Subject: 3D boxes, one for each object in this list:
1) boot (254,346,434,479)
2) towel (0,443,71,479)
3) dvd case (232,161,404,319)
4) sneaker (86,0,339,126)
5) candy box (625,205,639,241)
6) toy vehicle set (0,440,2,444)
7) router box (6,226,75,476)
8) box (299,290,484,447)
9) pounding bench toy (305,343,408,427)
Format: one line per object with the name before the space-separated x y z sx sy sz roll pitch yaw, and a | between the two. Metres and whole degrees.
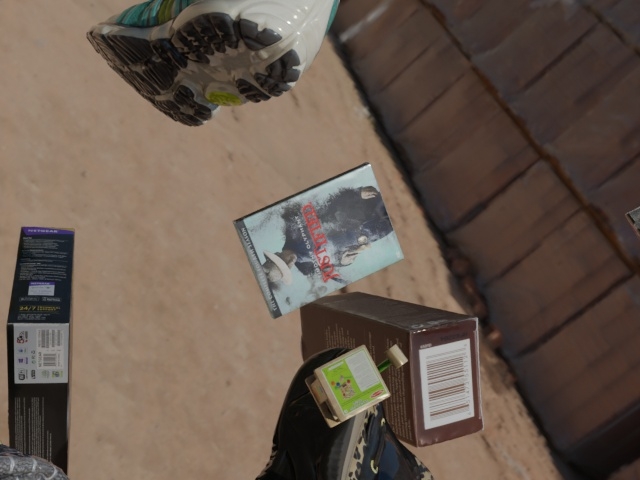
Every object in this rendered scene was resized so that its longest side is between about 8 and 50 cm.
boot | 0.023 0.357 1.122 0.284 0.138 0.378 56 41 -40
towel | -0.353 0.207 0.686 0.283 0.235 0.121 5 86 -41
dvd case | 0.000 0.000 0.733 0.013 0.119 0.087 -147 -144 -71
sneaker | -0.081 -0.159 0.705 0.275 0.110 0.107 4 -35 48
candy box | 0.422 0.056 0.994 0.159 0.071 0.233 54 16 -17
toy vehicle set | -0.417 0.200 1.036 0.166 0.035 0.267 50 -17 22
router box | -0.394 0.171 1.310 0.080 0.309 0.243 2 30 -14
box | 0.109 0.207 1.574 0.143 0.191 0.381 -8 8 -29
pounding bench toy | 0.037 0.129 0.853 0.052 0.083 0.065 62 -16 11
